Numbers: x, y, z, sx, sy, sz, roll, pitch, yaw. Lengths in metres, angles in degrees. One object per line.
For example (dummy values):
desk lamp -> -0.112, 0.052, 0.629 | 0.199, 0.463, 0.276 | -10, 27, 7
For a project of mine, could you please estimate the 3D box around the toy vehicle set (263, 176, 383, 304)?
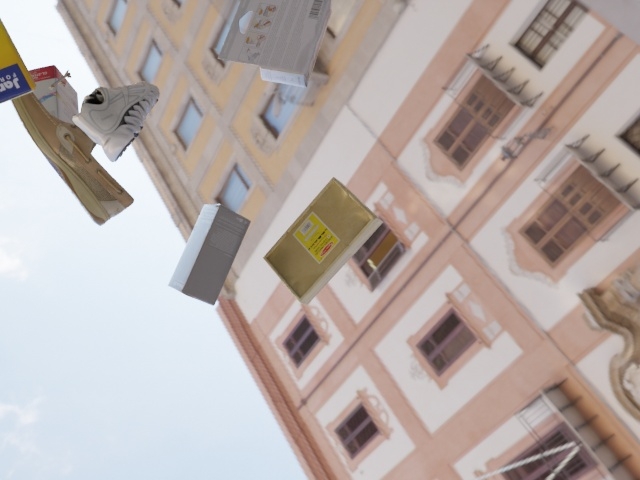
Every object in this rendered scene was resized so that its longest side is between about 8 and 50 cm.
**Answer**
toy vehicle set -> 0.000, 0.000, 1.426 | 0.166, 0.267, 0.035 | 48, -168, 32

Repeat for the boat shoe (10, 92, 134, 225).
boat shoe -> -0.537, -0.197, 1.305 | 0.341, 0.110, 0.122 | 59, 163, -19

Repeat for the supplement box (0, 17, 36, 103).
supplement box -> -0.623, -0.380, 0.926 | 0.195, 0.356, 0.194 | -28, -143, -16

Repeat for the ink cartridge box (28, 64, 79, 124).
ink cartridge box -> -0.649, -0.316, 1.480 | 0.072, 0.127, 0.175 | -12, -110, -1

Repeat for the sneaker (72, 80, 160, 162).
sneaker -> -0.408, -0.272, 1.225 | 0.118, 0.110, 0.292 | 35, -157, -21

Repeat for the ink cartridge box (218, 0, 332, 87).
ink cartridge box -> -0.117, -0.554, 1.628 | 0.239, 0.060, 0.275 | 12, -112, 9

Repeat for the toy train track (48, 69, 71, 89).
toy train track -> -0.589, -0.360, 1.378 | 0.014, 0.048, 0.083 | 40, -146, -16

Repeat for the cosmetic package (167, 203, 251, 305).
cosmetic package -> -0.281, 0.034, 1.530 | 0.107, 0.237, 0.127 | 30, 168, -29
